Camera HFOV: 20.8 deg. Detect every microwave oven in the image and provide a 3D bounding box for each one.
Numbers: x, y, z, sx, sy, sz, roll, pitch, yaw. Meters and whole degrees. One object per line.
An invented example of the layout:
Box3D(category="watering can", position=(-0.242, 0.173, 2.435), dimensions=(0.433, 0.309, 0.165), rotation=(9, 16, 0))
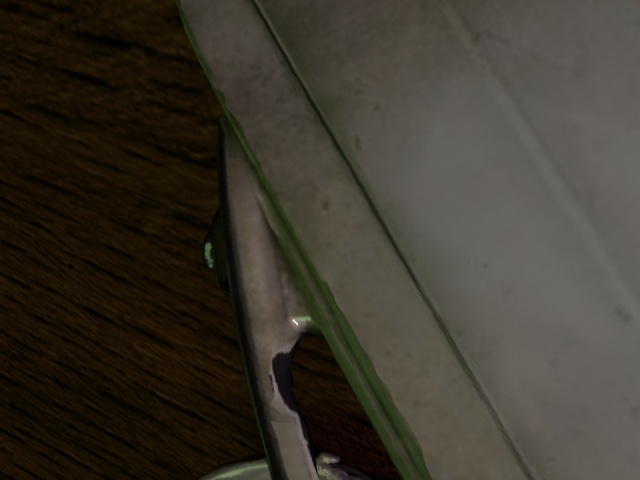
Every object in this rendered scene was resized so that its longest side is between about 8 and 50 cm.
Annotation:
Box3D(category="microwave oven", position=(0.193, 0.057, 0.429), dimensions=(0.394, 0.333, 0.247), rotation=(61, -172, 22))

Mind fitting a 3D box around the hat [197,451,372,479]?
Box3D(category="hat", position=(0.021, 0.231, 1.211), dimensions=(0.219, 0.164, 0.226), rotation=(28, -178, 27))

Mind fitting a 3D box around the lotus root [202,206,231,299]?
Box3D(category="lotus root", position=(0.000, 0.000, 0.972), dimensions=(0.179, 0.080, 0.089), rotation=(-11, 95, 48))
